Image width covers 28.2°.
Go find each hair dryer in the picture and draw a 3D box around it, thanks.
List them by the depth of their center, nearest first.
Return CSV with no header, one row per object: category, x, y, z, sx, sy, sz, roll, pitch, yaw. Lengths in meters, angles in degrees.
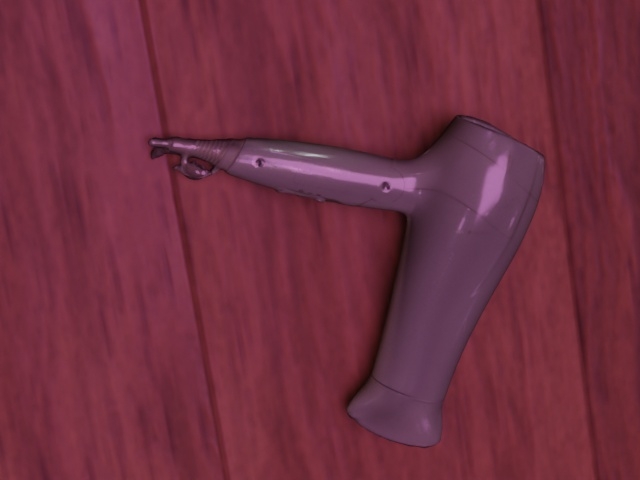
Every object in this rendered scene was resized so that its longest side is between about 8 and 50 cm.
hair dryer,0.000,0.000,0.781,0.237,0.075,0.206,20,99,-8
